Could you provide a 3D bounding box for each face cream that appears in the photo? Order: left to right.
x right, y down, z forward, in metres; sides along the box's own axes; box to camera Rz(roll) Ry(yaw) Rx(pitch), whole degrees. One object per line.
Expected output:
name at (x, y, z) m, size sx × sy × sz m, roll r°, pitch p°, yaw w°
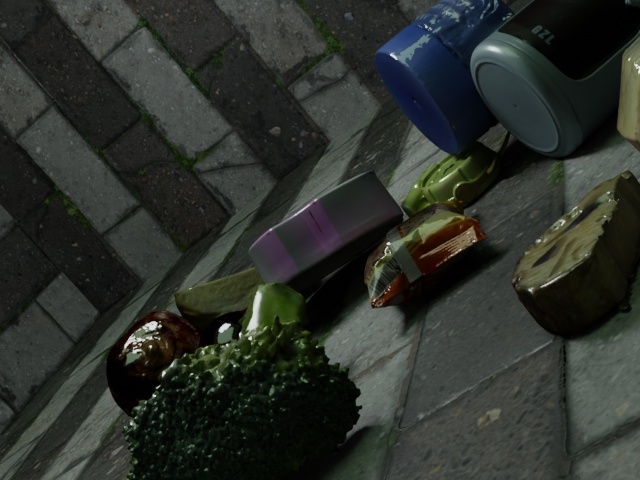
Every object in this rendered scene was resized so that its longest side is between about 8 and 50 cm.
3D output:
face cream at (0.260, -0.319, 1.961) m, size 0.225 × 0.249 × 0.249 m, roll -39°, pitch 11°, yaw -7°

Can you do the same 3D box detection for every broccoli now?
broccoli at (-0.079, 0.195, 1.493) m, size 0.353 × 0.275 × 0.397 m, roll 13°, pitch 39°, yaw 41°

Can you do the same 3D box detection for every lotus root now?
lotus root at (0.310, 0.021, 1.276) m, size 0.170 × 0.074 × 0.261 m, roll -37°, pitch 10°, yaw 30°

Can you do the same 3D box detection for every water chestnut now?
water chestnut at (-0.317, 0.259, 2.125) m, size 0.223 × 0.238 × 0.224 m, roll -12°, pitch 46°, yaw 13°

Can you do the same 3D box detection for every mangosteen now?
mangosteen at (-0.130, 0.213, 1.778) m, size 0.200 × 0.200 × 0.200 m, roll -39°, pitch 11°, yaw 9°

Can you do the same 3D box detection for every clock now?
clock at (0.000, 0.000, 2.032) m, size 0.338 × 0.102 × 0.338 m, roll -32°, pitch -8°, yaw -5°
clock at (0.267, -0.123, 1.976) m, size 0.232 × 0.069 × 0.170 m, roll -31°, pitch 15°, yaw 40°

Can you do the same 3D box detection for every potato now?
potato at (-0.136, 0.115, 2.232) m, size 0.255 × 0.112 × 0.269 m, roll -24°, pitch -9°, yaw 17°

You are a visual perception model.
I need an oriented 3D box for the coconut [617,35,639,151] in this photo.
coconut at (0.449, -0.159, 1.158) m, size 0.259 × 0.259 × 0.259 m, roll -39°, pitch 11°, yaw 9°

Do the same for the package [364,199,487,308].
package at (0.159, 0.013, 1.720) m, size 0.223 × 0.108 × 0.288 m, roll -38°, pitch 9°, yaw 4°

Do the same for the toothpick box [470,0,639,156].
toothpick box at (0.454, -0.327, 1.778) m, size 0.354 × 0.263 × 0.263 m, roll -41°, pitch 11°, yaw -10°

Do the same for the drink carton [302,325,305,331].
drink carton at (-0.071, 0.161, 1.957) m, size 0.074 × 0.084 × 0.200 m, roll -2°, pitch 26°, yaw 18°
